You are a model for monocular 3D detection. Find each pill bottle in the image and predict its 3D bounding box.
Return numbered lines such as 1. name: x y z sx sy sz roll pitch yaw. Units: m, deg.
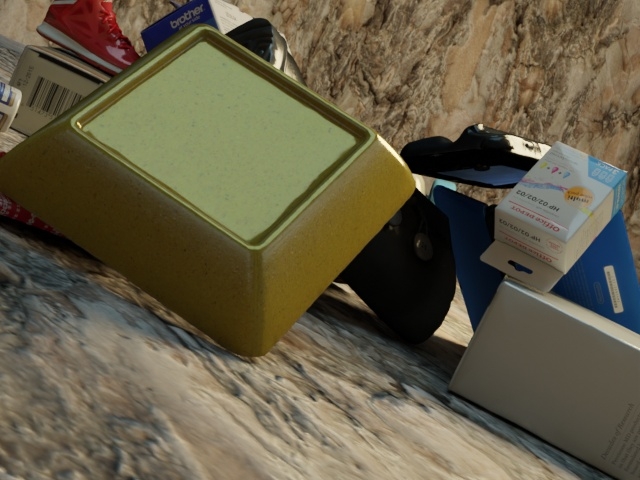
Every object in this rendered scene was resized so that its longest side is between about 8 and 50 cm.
1. pill bottle: -0.487 -0.204 1.724 0.120 0.067 0.067 23 7 -24

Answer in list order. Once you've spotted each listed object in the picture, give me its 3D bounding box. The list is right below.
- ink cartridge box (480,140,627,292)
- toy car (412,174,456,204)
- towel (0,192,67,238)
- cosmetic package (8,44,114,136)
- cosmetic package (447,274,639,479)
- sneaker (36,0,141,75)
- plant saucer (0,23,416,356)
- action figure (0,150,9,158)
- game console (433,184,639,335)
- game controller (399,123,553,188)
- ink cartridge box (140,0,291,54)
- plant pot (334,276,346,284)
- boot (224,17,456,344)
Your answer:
1. ink cartridge box: 0.286 -0.031 1.515 0.104 0.181 0.061 28 -33 28
2. toy car: 0.115 -0.016 2.287 0.219 0.210 0.238 13 -22 0
3. towel: -0.308 -0.042 1.284 0.275 0.031 0.199 21 8 -32
4. cosmetic package: -0.401 -0.226 1.973 0.153 0.129 0.296 24 6 -6
5. cosmetic package: 0.363 0.190 1.497 0.385 0.156 0.217 26 6 12
6. sneaker: -0.343 -0.345 1.991 0.221 0.128 0.087 27 6 4
7. plant saucer: -0.102 -0.086 1.242 0.332 0.081 0.333 33 47 12
8. action figure: -0.334 -0.089 1.391 0.115 0.030 0.038 -6 -30 37
9. game console: 0.310 0.049 1.723 0.250 0.293 0.173 -14 24 12
10. game controller: 0.239 -0.101 1.671 0.166 0.067 0.319 -15 -12 33
11. ink cartridge box: -0.135 -0.232 2.031 0.270 0.151 0.395 15 54 -63
12. plant pot: 0.004 -0.015 1.768 0.167 0.167 0.165 29 14 23
13. boot: 0.001 -0.002 1.531 0.146 0.367 0.445 -9 -41 34
